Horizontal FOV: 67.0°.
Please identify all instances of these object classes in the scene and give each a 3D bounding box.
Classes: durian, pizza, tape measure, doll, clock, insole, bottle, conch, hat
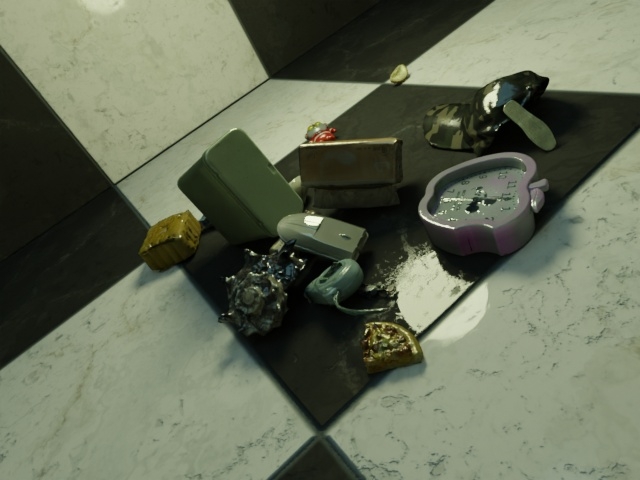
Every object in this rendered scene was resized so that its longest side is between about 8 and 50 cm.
[{"bbox_3d":[0.384,-0.796,2.334,0.052,0.066,0.130,14,62,49],"label":"durian"},{"bbox_3d":[0.150,0.244,1.101,0.175,0.046,0.134,11,50,46],"label":"pizza"},{"bbox_3d":[0.077,0.112,1.234,0.164,0.084,0.330,-50,18,-20],"label":"tape measure"},{"bbox_3d":[-0.004,-0.484,2.207,0.142,0.076,0.245,-29,36,1],"label":"doll"},{"bbox_3d":[0.439,-0.099,1.294,0.339,0.102,0.338,-20,34,14],"label":"clock"},{"bbox_3d":[0.623,-0.343,1.437,0.063,0.192,0.010,-44,-11,7],"label":"insole"},{"bbox_3d":[-0.060,-0.005,1.567,0.209,0.110,0.097,-48,-5,-23],"label":"bottle"},{"bbox_3d":[-0.154,0.135,1.362,0.313,0.186,0.241,-45,34,-15],"label":"conch"},{"bbox_3d":[0.531,-0.461,1.639,0.382,0.257,0.366,27,59,32],"label":"hat"}]

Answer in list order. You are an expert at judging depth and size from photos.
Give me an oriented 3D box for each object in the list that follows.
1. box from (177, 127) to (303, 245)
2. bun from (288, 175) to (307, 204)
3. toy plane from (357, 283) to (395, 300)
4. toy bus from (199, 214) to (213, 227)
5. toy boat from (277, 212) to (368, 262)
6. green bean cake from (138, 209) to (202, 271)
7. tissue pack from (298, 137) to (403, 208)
[{"bbox_3d":[-0.290,-0.160,1.661,0.344,0.352,0.177,-15,31,55],"label":"box"},{"bbox_3d":[-0.092,-0.174,1.835,0.138,0.094,0.138,-42,-3,-3],"label":"bun"},{"bbox_3d":[0.140,0.132,1.281,0.121,0.031,0.049,-5,31,38],"label":"toy plane"},{"bbox_3d":[-0.425,-0.093,2.013,0.153,0.061,0.051,-12,35,24],"label":"toy bus"},{"bbox_3d":[0.004,-0.003,1.452,0.270,0.140,0.140,10,48,30],"label":"toy boat"},{"bbox_3d":[-0.608,-0.003,1.970,0.230,0.131,0.224,-21,34,15],"label":"green bean cake"},{"bbox_3d":[0.108,-0.213,1.565,0.306,0.238,0.238,-1,40,15],"label":"tissue pack"}]
